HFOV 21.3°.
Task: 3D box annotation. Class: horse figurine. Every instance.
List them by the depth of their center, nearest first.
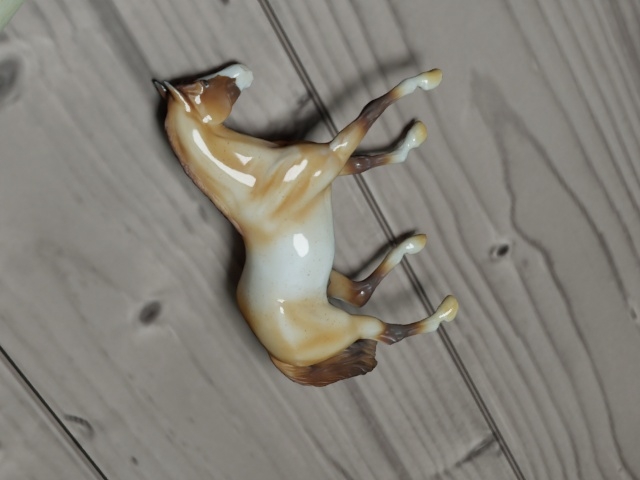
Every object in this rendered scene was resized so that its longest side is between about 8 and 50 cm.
[{"bbox_3d":[0.000,0.000,1.075,0.174,0.066,0.263,-20,125,-23],"label":"horse figurine"}]

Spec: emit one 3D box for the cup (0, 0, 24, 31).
[{"bbox_3d":[-0.209,-0.201,0.678,0.331,0.331,0.237,-11,129,-23],"label":"cup"}]
